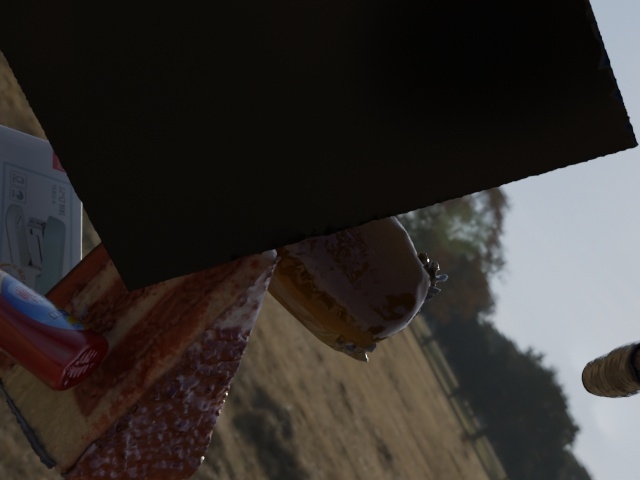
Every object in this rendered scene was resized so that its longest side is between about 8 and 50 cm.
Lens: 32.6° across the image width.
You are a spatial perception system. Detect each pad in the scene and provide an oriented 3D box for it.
[{"bbox_3d":[-0.019,-0.113,0.683,0.007,0.367,0.248,-68,137,-59],"label":"pad"}]

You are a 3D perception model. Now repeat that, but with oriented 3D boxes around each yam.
[{"bbox_3d":[0.269,0.116,0.967,0.046,0.046,0.264,63,1,11],"label":"yam"}]

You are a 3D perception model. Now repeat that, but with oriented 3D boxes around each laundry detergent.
[{"bbox_3d":[-0.243,0.048,0.839,0.165,0.049,0.097,35,4,8],"label":"laundry detergent"}]

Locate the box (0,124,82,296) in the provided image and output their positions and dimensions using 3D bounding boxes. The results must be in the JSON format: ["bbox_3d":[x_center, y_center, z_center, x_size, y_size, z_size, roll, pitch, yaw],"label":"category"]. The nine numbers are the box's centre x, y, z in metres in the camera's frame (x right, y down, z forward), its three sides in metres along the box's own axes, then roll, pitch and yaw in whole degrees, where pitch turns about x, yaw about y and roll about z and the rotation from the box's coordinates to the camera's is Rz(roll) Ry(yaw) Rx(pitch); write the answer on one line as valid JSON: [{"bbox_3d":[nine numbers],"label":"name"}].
[{"bbox_3d":[-0.374,-0.012,1.366,0.135,0.079,0.269,20,48,-35],"label":"box"}]

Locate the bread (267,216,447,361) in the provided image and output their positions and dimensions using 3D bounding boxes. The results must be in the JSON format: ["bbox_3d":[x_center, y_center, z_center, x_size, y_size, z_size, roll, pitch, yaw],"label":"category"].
[{"bbox_3d":[0.000,0.000,1.107,0.241,0.136,0.107,48,-16,-8],"label":"bread"}]

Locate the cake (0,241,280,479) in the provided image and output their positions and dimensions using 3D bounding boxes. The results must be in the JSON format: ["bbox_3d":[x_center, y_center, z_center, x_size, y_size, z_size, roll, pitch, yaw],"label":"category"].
[{"bbox_3d":[-0.123,0.084,0.946,0.158,0.262,0.159,50,5,35],"label":"cake"}]
